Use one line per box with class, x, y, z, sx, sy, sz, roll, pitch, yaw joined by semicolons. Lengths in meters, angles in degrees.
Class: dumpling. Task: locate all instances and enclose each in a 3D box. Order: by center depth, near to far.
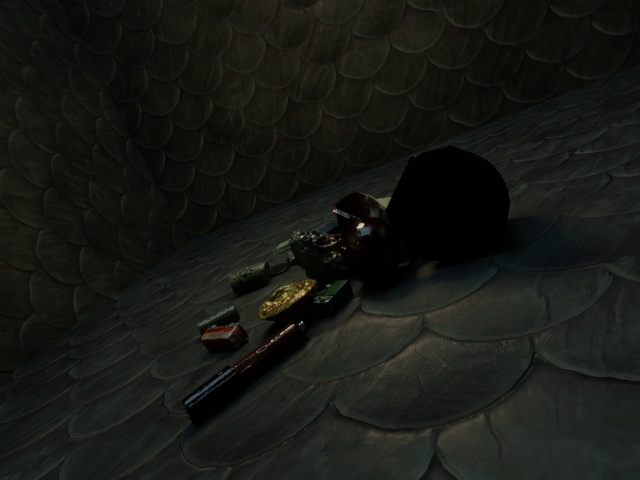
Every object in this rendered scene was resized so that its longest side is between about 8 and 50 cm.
dumpling;0.283;-0.060;1.666;0.243;0.176;0.227;5;21;-19

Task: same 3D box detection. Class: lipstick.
lipstick;-0.205;0.363;1.301;0.418;0.077;0.077;-32;16;-29

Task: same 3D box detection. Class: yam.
yam;-0.409;0.319;1.793;0.169;0.069;0.068;-29;15;-16
yam;-0.324;0.171;2.099;0.193;0.108;0.107;-20;15;11

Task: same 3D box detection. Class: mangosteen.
mangosteen;0.212;0.030;1.554;0.288;0.232;0.231;-8;8;-22

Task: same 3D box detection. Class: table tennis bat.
table tennis bat;-0.238;0.151;2.208;0.220;0.019;0.130;-14;16;29

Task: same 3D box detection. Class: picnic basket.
picnic basket;0.205;-0.090;1.937;0.296;0.129;0.222;23;43;29

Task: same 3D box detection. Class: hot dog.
hot dog;0.015;0.192;1.642;0.137;0.028;0.044;-27;-11;-19

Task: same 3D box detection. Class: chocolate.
chocolate;0.444;-0.151;1.509;0.383;0.384;0.331;-17;16;26

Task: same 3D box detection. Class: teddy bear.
teddy bear;0.033;0.037;1.817;0.356;0.225;0.367;-7;11;-9

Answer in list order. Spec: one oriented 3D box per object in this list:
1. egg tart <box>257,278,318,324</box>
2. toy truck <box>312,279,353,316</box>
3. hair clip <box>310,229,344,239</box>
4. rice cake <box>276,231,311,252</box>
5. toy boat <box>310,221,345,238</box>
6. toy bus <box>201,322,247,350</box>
egg tart;-0.103;0.221;1.554;0.240;0.106;0.241;-29;10;6
toy truck;0.039;0.196;1.519;0.079;0.065;0.147;-8;20;38
hair clip;0.069;-0.014;1.979;0.229;0.070;0.039;7;-17;-11
rice cake;-0.138;0.007;2.507;0.221;0.042;0.080;-23;16;10
toy boat;0.000;0.000;2.136;0.142;0.129;0.309;7;34;44
toy bus;-0.342;0.346;1.590;0.174;0.079;0.077;-13;27;36
